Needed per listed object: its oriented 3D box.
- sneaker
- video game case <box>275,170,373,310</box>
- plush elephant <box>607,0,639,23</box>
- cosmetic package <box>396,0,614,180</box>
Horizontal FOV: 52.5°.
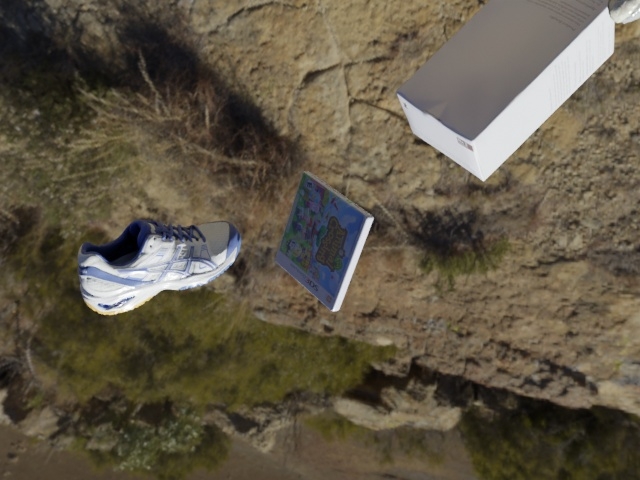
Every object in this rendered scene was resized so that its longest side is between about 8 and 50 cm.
[{"bbox_3d":[-0.266,0.017,1.112,0.112,0.296,0.131,35,139,38],"label":"sneaker"},{"bbox_3d":[0.000,0.000,1.276,0.193,0.023,0.212,38,121,36],"label":"video game case"},{"bbox_3d":[0.338,-0.467,0.745,0.272,0.255,0.330,-42,73,37],"label":"plush elephant"},{"bbox_3d":[0.366,-0.334,1.284,0.217,0.385,0.156,46,179,34],"label":"cosmetic package"}]
